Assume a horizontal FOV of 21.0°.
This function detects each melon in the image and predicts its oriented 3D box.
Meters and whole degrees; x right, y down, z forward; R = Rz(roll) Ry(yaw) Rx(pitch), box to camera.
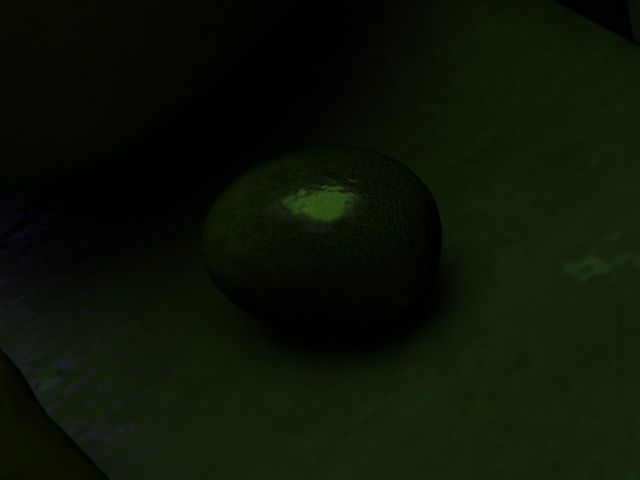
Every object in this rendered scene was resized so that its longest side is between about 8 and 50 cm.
[{"bbox_3d":[0.000,0.000,0.898,0.130,0.098,0.098,-8,44,25],"label":"melon"}]

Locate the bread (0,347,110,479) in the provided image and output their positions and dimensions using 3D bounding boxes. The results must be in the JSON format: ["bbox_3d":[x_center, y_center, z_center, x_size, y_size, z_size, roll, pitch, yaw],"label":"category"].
[{"bbox_3d":[-0.195,0.195,0.711,0.300,0.210,0.341,-37,44,-11],"label":"bread"}]

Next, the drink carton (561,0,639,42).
[{"bbox_3d":[0.149,-0.228,1.034,0.102,0.134,0.222,-37,43,-13],"label":"drink carton"}]

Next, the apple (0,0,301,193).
[{"bbox_3d":[-0.188,-0.260,1.008,0.473,0.474,0.474,-13,43,13],"label":"apple"}]
